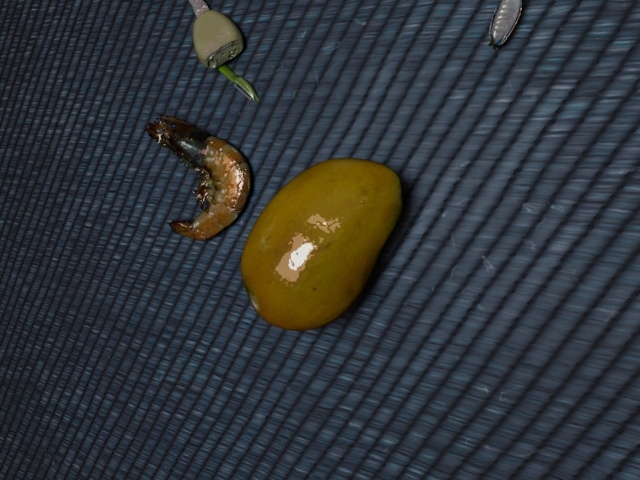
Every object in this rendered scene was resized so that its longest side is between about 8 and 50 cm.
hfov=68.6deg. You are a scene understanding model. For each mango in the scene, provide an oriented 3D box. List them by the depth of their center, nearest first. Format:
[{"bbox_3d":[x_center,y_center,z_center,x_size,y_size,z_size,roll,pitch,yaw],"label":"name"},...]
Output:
[{"bbox_3d":[0.000,0.000,0.758,0.211,0.173,0.317,42,103,19],"label":"mango"}]

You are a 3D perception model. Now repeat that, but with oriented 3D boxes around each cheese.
[{"bbox_3d":[-0.221,-0.429,0.923,0.097,0.037,0.192,-29,71,7],"label":"cheese"}]

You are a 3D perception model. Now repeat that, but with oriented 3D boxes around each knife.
[{"bbox_3d":[-0.180,-0.329,0.919,0.184,0.022,0.026,44,140,18],"label":"knife"}]

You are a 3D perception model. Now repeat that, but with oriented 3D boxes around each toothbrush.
[{"bbox_3d":[0.328,-0.471,0.645,0.035,0.042,0.413,24,102,8],"label":"toothbrush"}]

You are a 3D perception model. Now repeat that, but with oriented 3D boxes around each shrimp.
[{"bbox_3d":[-0.270,-0.126,0.953,0.290,0.054,0.222,37,108,17],"label":"shrimp"}]
